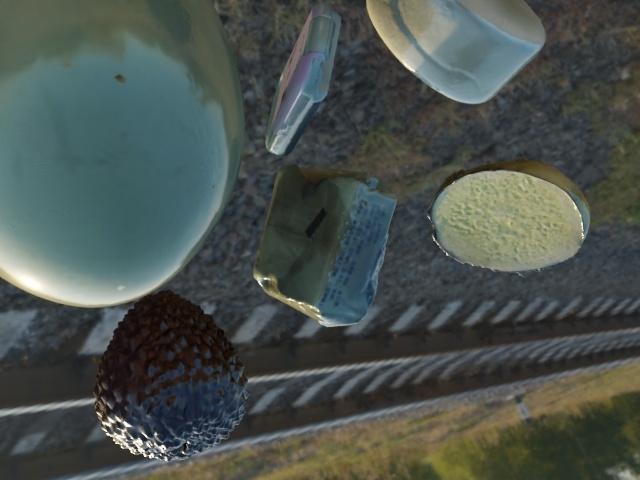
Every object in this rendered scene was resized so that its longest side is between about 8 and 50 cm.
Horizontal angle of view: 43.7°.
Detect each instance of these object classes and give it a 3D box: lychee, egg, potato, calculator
[{"bbox_3d":[-0.242,0.210,1.273,0.271,0.272,0.271,-20,160,-8],"label":"lychee"},{"bbox_3d":[-0.160,-0.091,0.534,0.219,0.270,0.219,0,-178,0],"label":"egg"},{"bbox_3d":[0.242,-0.039,1.017,0.200,0.164,0.081,-1,-145,32],"label":"potato"},{"bbox_3d":[-0.025,-0.210,1.075,0.045,0.141,0.246,15,159,-11],"label":"calculator"}]

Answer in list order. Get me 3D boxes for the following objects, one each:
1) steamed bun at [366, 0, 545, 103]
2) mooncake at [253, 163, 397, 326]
[{"bbox_3d":[0.183,-0.305,1.114,0.146,0.241,0.164,-46,-172,41],"label":"steamed bun"},{"bbox_3d":[0.004,0.002,1.331,0.136,0.255,0.250,19,179,-35],"label":"mooncake"}]
